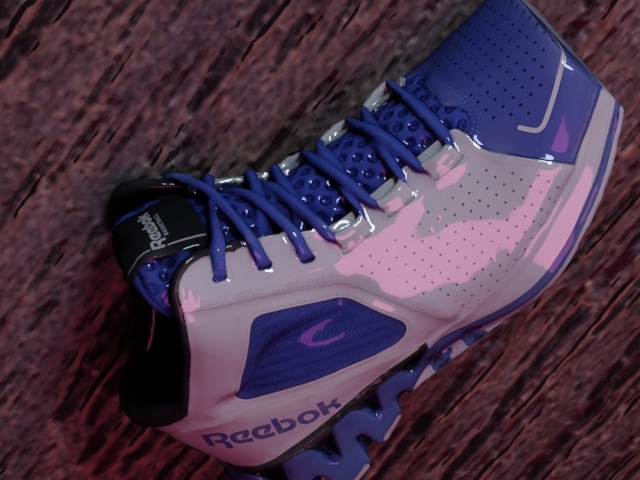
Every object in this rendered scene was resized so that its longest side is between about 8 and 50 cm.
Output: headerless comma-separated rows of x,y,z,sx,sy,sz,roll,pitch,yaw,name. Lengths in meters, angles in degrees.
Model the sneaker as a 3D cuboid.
-0.001,0.001,0.899,0.182,0.127,0.315,25,109,-39,sneaker
